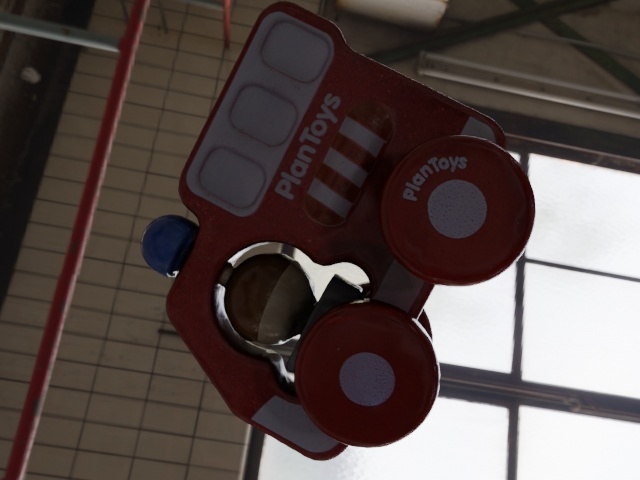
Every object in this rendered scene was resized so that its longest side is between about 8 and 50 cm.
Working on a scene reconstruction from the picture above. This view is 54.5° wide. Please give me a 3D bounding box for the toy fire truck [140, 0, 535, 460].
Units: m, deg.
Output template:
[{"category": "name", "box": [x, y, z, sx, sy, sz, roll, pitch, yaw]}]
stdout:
[{"category": "toy fire truck", "box": [0.000, 0.000, 0.489, 0.302, 0.254, 0.169, -62, 173, 6]}]
